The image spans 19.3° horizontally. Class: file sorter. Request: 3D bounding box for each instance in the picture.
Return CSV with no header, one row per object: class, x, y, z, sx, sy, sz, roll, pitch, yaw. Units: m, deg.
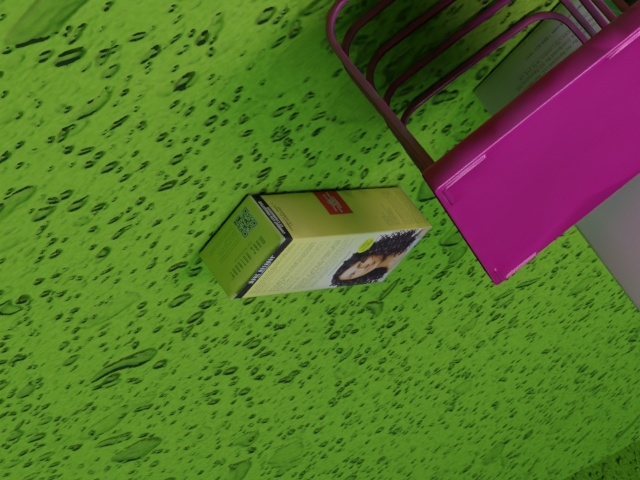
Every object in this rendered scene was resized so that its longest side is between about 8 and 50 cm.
file sorter,0.145,-0.126,1.508,0.202,0.182,0.291,-38,159,2

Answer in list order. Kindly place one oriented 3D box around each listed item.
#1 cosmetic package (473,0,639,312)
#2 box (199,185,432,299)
cosmetic package,0.329,-0.041,1.708,0.155,0.365,0.197,-45,157,23
box,0.000,0.000,1.717,0.232,0.058,0.087,-5,143,-51
